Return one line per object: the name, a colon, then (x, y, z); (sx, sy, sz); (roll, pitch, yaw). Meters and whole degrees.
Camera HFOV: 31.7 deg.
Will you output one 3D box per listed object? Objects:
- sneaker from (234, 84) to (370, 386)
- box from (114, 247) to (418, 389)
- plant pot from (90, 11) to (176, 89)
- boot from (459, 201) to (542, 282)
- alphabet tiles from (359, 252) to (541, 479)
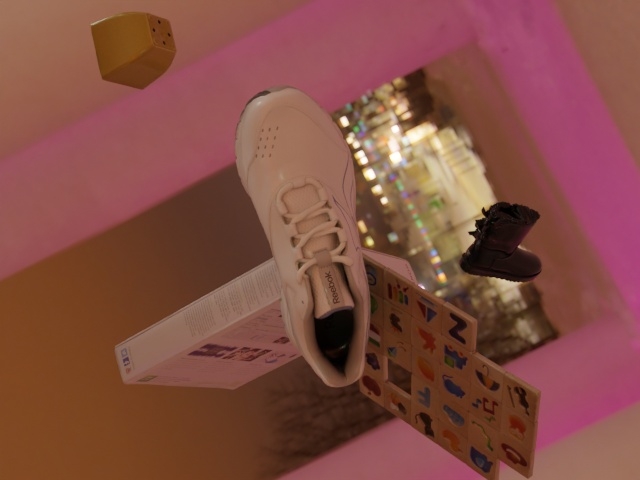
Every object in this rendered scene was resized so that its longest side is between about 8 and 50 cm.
sneaker: (0.000, 0.000, 1.045); (0.129, 0.111, 0.297); (-117, 10, -68)
box: (-0.064, 0.100, 1.415); (0.232, 0.322, 0.058); (15, -128, -57)
plant pot: (-0.237, -0.255, 1.471); (0.081, 0.083, 0.081); (5, -112, -57)
boot: (0.232, 0.001, 1.351); (0.045, 0.121, 0.099); (-107, 31, -42)
alphabet tiles: (0.123, 0.138, 1.141); (0.237, 0.009, 0.198); (31, 138, 36)
